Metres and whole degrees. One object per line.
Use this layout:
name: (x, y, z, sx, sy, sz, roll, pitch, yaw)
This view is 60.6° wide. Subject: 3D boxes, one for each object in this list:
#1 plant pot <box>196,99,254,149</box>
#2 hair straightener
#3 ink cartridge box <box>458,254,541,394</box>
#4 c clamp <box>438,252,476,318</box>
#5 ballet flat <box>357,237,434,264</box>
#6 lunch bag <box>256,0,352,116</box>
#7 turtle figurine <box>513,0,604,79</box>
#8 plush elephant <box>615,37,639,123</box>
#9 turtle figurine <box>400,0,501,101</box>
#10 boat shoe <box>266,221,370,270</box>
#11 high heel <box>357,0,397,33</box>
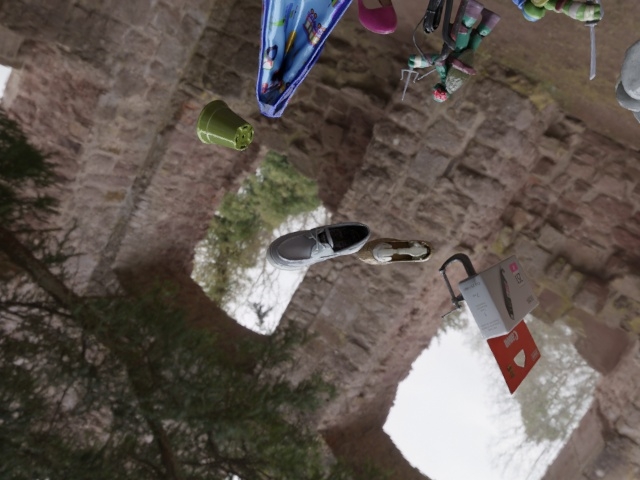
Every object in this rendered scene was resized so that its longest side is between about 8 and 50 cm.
plant pot: (-0.164, -0.200, 0.984, 0.079, 0.083, 0.083, 28, -168, 25)
hair straightener: (0.210, -0.414, 0.928, 0.088, 0.231, 0.047, 19, -147, 10)
ink cartridge box: (0.410, 0.166, 1.165, 0.275, 0.060, 0.239, -12, -106, -56)
c clamp: (0.371, 0.117, 1.517, 0.022, 0.137, 0.161, 27, -137, -44)
ballet flat: (0.203, 0.026, 1.451, 0.206, 0.073, 0.067, -6, 179, -1)
lunch bag: (-0.035, -0.350, 0.848, 0.138, 0.293, 0.221, 19, -130, -10)
turtle figurine: (0.568, -0.548, 1.140, 0.274, 0.198, 0.266, 42, 155, 11)
plush elephant: (0.732, -0.326, 1.060, 0.271, 0.256, 0.330, 11, -132, 24)
turtle figurine: (0.276, -0.381, 1.153, 0.118, 0.234, 0.175, 39, -154, 18)
boat shoe: (0.001, 0.001, 1.110, 0.227, 0.081, 0.079, -12, -106, -29)
high heel: (0.123, -0.559, 1.214, 0.082, 0.117, 0.244, -5, -131, -2)
